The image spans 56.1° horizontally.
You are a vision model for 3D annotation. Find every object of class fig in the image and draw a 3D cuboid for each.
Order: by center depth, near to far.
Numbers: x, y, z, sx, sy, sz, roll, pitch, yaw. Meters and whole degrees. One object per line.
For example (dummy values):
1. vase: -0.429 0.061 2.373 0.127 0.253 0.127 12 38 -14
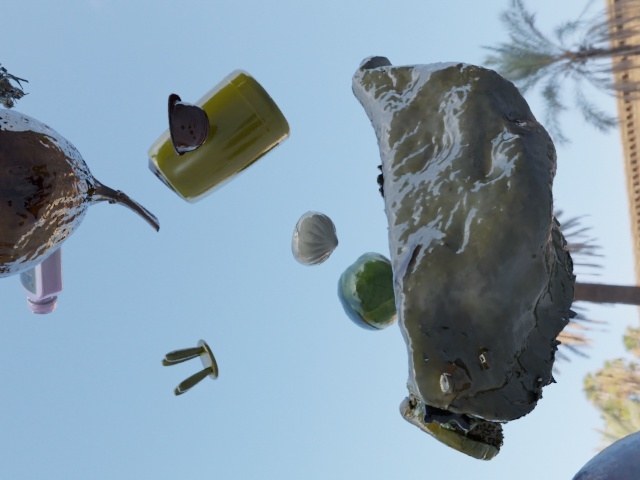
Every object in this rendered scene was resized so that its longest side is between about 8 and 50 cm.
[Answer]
1. fig: -0.244 -0.050 0.553 0.201 0.133 0.146 -12 -35 -46

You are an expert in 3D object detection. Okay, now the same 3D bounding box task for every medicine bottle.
1. medicine bottle: -0.601 0.058 1.292 0.078 0.115 0.219 -21 -46 -44

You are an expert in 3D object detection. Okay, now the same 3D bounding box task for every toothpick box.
1. toothpick box: -0.210 -0.199 1.211 0.271 0.175 0.175 -40 -56 -3

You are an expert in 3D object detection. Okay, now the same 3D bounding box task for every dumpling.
1. dumpling: 0.117 -0.036 0.412 0.166 0.086 0.332 7 -132 -14

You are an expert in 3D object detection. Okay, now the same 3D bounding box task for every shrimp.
1. shrimp: -0.633 -0.321 1.151 0.082 0.076 0.174 -39 -21 -4

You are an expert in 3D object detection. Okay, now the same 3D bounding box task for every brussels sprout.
1. brussels sprout: 0.152 0.156 1.803 0.219 0.271 0.210 44 -101 -11

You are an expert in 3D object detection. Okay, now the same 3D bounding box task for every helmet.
1. helmet: -0.228 -0.207 1.066 0.089 0.057 0.111 -62 -31 -68

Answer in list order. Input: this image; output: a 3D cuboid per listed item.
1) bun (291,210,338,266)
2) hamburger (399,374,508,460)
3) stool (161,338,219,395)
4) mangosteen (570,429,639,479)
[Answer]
1. bun: 0.000 0.000 1.424 0.138 0.094 0.138 -36 -48 -53
2. hamburger: 0.221 0.265 0.965 0.177 0.185 0.113 27 -91 1
3. stool: -0.325 0.317 1.502 0.111 0.135 0.134 -21 -56 -25
4. mangosteen: 0.311 0.275 0.419 0.347 0.307 0.306 31 -112 -63
